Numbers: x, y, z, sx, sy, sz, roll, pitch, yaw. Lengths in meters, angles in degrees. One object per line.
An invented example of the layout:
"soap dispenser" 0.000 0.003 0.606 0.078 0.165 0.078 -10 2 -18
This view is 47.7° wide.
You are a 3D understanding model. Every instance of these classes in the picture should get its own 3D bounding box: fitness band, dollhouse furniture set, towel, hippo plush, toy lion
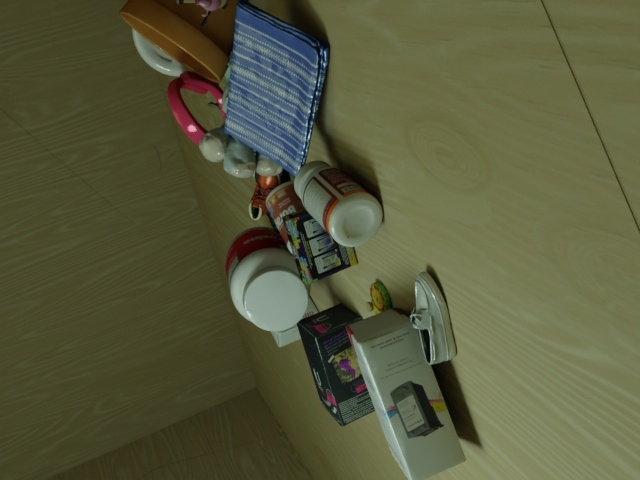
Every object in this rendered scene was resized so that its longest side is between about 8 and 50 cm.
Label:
"fitness band" -0.313 -0.347 1.967 0.209 0.054 0.291 69 -160 4
"dollhouse furniture set" -0.251 -0.398 2.205 0.160 0.101 0.182 28 143 29
"towel" -0.109 -0.321 1.566 0.243 0.040 0.336 33 134 22
"hippo plush" -0.151 -0.318 1.813 0.237 0.234 0.294 115 177 -46
"toy lion" 0.141 0.149 1.660 0.100 0.034 0.096 60 154 28

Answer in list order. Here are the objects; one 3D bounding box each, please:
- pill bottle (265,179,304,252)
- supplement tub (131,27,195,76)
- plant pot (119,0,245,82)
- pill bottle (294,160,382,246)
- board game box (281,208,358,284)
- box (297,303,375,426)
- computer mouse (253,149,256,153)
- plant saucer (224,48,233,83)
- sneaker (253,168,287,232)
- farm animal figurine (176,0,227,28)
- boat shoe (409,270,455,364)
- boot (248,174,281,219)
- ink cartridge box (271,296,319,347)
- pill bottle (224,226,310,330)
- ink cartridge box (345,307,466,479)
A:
"pill bottle" -0.047 -0.039 1.869 0.216 0.121 0.121 61 162 25
"supplement tub" -0.413 -0.611 2.078 0.331 0.240 0.241 -120 14 -66
"plant pot" -0.320 -0.558 1.794 0.290 0.204 0.291 32 180 0
"pill bottle" 0.031 -0.086 1.547 0.221 0.121 0.121 48 154 53
"board game box" 0.000 0.000 1.723 0.048 0.141 0.171 29 138 64
"box" 0.055 0.334 1.964 0.165 0.143 0.271 23 132 68
"computer mouse" -0.194 -0.330 2.102 0.106 0.042 0.193 28 149 20
"plant saucer" -0.243 -0.493 2.091 0.195 0.037 0.195 90 154 -50
"sneaker" -0.113 -0.129 2.024 0.147 0.104 0.296 57 165 26
"farm animal figurine" -0.158 -0.614 1.423 0.330 0.172 0.327 0 93 59
"boat shoe" 0.204 0.151 1.382 0.066 0.063 0.184 34 143 64
"boot" -0.151 -0.126 1.919 0.059 0.085 0.158 24 129 15
"ink cartridge box" -0.110 0.217 2.340 0.212 0.154 0.093 57 160 36
"pill bottle" -0.154 0.111 2.108 0.408 0.228 0.229 -128 20 -72
"ink cartridge box" 0.171 0.314 1.522 0.226 0.131 0.307 -159 47 -84
